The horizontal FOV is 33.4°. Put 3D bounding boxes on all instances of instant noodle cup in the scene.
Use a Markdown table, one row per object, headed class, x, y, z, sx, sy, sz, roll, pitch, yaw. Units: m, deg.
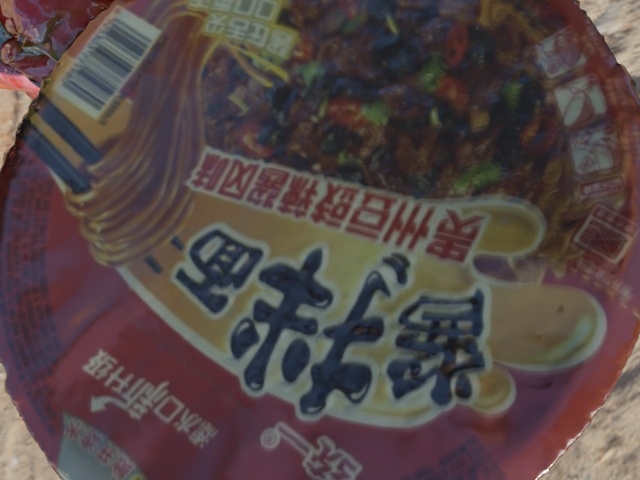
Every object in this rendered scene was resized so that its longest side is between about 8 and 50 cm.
| class | x | y | z | sx | sy | sz | roll | pitch | yaw |
| --- | --- | --- | --- | --- | --- | --- | --- | --- | --- |
| instant noodle cup | 0.000 | 0.000 | 0.445 | 0.274 | 0.091 | 0.273 | -5 | 72 | 16 |

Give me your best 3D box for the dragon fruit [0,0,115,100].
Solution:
| class | x | y | z | sx | sy | sz | roll | pitch | yaw |
| --- | --- | --- | --- | --- | --- | --- | --- | --- | --- |
| dragon fruit | -0.178 | -0.201 | 0.645 | 0.306 | 0.305 | 0.225 | 12 | 74 | 23 |
